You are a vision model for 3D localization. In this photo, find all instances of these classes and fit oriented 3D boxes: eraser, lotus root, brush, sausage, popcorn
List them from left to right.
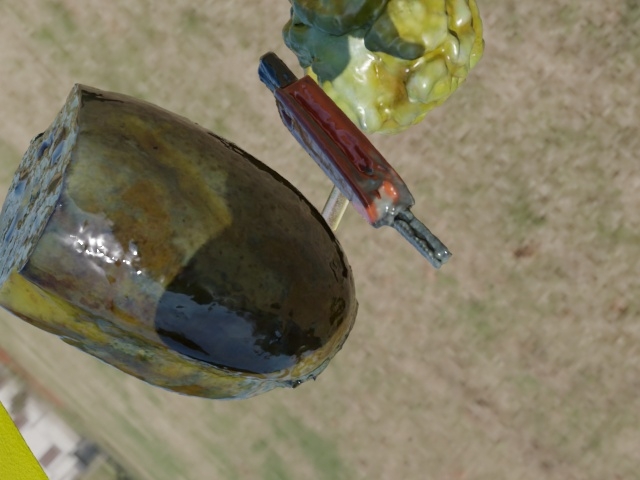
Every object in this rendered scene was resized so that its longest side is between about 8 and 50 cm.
[{"bbox_3d":[-0.352,0.234,1.355,0.122,0.097,0.045,54,157,11],"label":"eraser"},{"bbox_3d":[-0.124,0.017,1.224,0.346,0.250,0.250,31,171,-22],"label":"lotus root"},{"bbox_3d":[0.000,0.000,1.916,0.033,0.269,0.033,23,170,4],"label":"sausage"},{"bbox_3d":[0.026,-0.085,1.358,0.323,0.051,0.070,48,160,28],"label":"brush"},{"bbox_3d":[0.080,-0.285,1.782,0.279,0.274,0.335,34,173,-20],"label":"popcorn"}]
